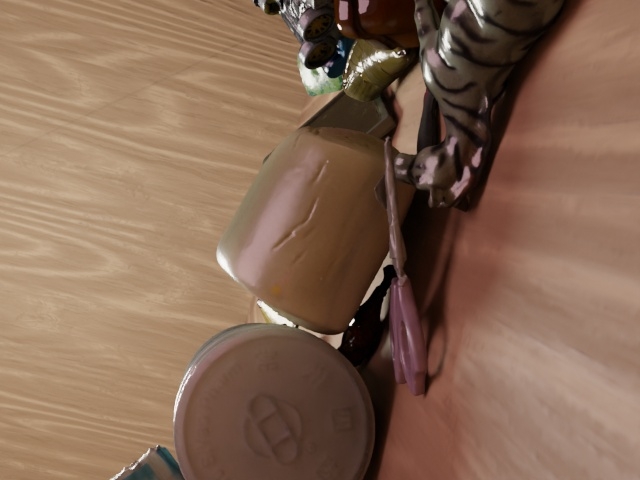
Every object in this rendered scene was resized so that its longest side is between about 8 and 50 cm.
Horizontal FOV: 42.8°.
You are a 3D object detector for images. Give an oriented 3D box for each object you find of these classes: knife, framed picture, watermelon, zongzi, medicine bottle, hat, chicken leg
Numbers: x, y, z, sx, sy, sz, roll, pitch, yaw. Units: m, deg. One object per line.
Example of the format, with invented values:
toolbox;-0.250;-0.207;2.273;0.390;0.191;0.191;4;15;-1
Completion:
knife;0.118;-0.154;0.880;0.035;0.018;0.247;110;173;-47
framed picture;0.001;-0.148;1.251;0.247;0.022;0.335;-40;18;13
watermelon;0.015;-0.371;1.764;0.158;0.121;0.098;-81;-13;-63
zongzi;0.079;-0.226;1.083;0.176;0.078;0.160;-89;18;-48
medicine bottle;-0.061;0.184;0.881;0.332;0.190;0.190;148;136;-80
hat;-0.086;0.130;1.615;0.193;0.082;0.193;-167;90;-82
chicken leg;0.050;0.088;0.877;0.145;0.037;0.062;112;-175;-46

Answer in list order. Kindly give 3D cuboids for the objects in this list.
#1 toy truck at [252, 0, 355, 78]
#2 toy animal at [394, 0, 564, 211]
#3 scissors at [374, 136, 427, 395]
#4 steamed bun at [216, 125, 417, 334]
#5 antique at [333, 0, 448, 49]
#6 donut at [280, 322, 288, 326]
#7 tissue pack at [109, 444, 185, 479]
toy truck;0.009;-0.372;1.103;0.146;0.175;0.367;56;168;18
toy animal;0.115;-0.164;0.644;0.170;0.090;0.255;-112;24;-45
scissors;0.063;0.020;0.680;0.110;0.021;0.212;-169;71;-84
steamed bun;-0.002;-0.021;0.820;0.200;0.155;0.250;-62;-1;3
antique;0.082;-0.346;0.856;0.223;0.129;0.278;8;-96;-59
donut;-0.056;0.218;1.244;0.166;0.073;0.184;-83;11;-50
tissue pack;-0.137;0.361;0.819;0.124;0.271;0.201;-33;-13;-25
